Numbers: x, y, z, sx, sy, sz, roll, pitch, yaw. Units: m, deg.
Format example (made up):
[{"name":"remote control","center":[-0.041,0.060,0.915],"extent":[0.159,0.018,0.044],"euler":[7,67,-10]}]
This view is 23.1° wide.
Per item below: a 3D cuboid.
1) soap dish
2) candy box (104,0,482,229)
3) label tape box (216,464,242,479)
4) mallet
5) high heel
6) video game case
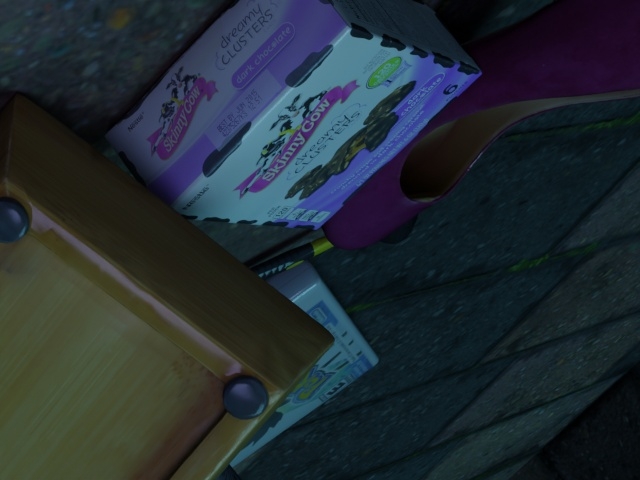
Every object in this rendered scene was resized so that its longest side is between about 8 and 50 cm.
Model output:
[{"name":"soap dish","center":[-0.168,0.101,0.868],"extent":[0.291,0.229,0.118],"euler":[-49,-168,8]},{"name":"candy box","center":[-0.012,-0.086,0.983],"extent":[0.165,0.070,0.196],"euler":[-43,160,20]},{"name":"label tape box","center":[-0.236,0.206,1.007],"extent":[0.348,0.249,0.115],"euler":[-36,-165,4]},{"name":"mallet","center":[0.000,0.000,1.263],"extent":[0.190,0.039,0.062],"euler":[-22,158,-25]},{"name":"high heel","center":[0.132,-0.070,1.092],"extent":[0.127,0.181,0.377],"euler":[-18,154,-41]},{"name":"video game case","center":[-0.097,0.153,1.445],"extent":[0.300,0.036,0.329],"euler":[-36,161,-1]}]
